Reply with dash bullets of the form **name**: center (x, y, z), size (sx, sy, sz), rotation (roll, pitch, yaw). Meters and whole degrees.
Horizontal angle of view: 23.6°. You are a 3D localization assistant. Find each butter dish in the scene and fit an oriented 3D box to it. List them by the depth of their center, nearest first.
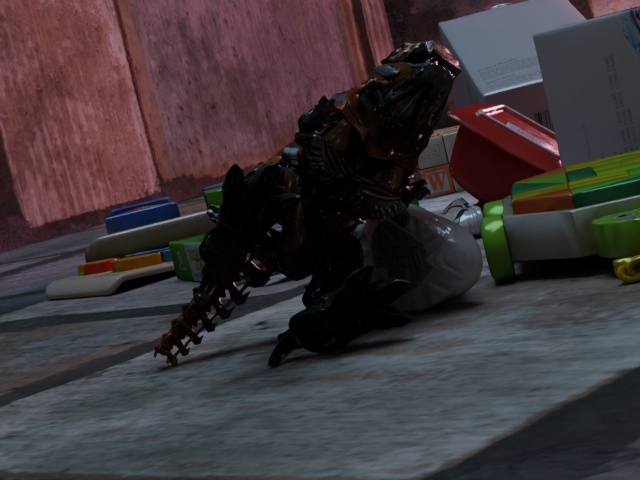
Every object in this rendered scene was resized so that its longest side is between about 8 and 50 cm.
- **butter dish**: center (0.204, -0.072, 1.684), size (0.160, 0.118, 0.160), rotation (32, 18, 14)

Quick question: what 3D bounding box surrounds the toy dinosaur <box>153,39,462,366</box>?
- **toy dinosaur**: center (-0.007, -0.012, 1.192), size (0.164, 0.322, 0.218), rotation (20, 23, -7)

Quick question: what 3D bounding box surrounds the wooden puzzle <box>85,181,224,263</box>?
- **wooden puzzle**: center (-0.200, -0.038, 2.338), size (0.322, 0.080, 0.348), rotation (-14, 1, -5)

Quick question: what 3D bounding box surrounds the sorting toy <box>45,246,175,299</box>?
- **sorting toy**: center (-0.244, 0.033, 2.069), size (0.208, 0.038, 0.193), rotation (-18, 7, -37)

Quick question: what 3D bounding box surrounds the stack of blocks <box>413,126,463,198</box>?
- **stack of blocks**: center (0.286, -0.144, 2.312), size (0.297, 0.087, 0.171), rotation (-13, 5, 0)

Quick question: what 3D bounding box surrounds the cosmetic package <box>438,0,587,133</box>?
- **cosmetic package**: center (0.292, -0.208, 2.088), size (0.197, 0.155, 0.365), rotation (-13, 22, 2)

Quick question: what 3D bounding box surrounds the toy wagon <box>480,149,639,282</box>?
- **toy wagon**: center (0.267, -0.028, 1.270), size (0.267, 0.068, 0.344), rotation (-13, 5, 9)

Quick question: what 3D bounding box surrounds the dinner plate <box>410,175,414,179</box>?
- **dinner plate**: center (0.217, -0.119, 2.597), size (0.141, 0.017, 0.141), rotation (-14, 5, 1)

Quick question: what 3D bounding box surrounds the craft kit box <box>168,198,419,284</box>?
- **craft kit box**: center (-0.035, -0.005, 1.862), size (0.247, 0.061, 0.250), rotation (-13, 5, -19)

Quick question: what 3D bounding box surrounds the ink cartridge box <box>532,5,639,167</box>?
- **ink cartridge box**: center (0.393, -0.154, 1.563), size (0.270, 0.197, 0.198), rotation (-10, 6, 34)

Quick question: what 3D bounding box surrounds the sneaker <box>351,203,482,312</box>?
- **sneaker**: center (0.088, 0.005, 1.285), size (0.115, 0.090, 0.232), rotation (-11, 6, -22)

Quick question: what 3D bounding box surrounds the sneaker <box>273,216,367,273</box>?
- **sneaker**: center (0.001, 0.003, 1.699), size (0.089, 0.051, 0.170), rotation (-6, 11, 25)

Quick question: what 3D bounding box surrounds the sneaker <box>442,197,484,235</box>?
- **sneaker**: center (0.145, -0.022, 1.653), size (0.044, 0.040, 0.109), rotation (-17, 5, -8)
